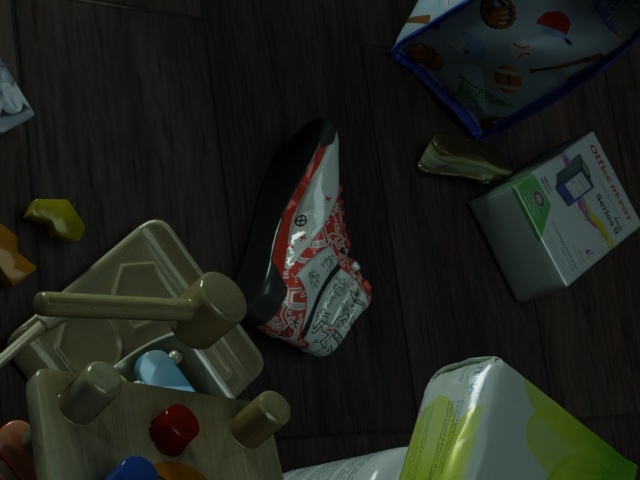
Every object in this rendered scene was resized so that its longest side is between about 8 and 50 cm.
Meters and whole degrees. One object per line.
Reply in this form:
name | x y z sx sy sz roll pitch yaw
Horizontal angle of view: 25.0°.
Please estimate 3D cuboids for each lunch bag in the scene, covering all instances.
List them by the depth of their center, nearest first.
lunch bag | 0.310 -0.362 1.856 0.239 0.385 0.328 39 54 -20

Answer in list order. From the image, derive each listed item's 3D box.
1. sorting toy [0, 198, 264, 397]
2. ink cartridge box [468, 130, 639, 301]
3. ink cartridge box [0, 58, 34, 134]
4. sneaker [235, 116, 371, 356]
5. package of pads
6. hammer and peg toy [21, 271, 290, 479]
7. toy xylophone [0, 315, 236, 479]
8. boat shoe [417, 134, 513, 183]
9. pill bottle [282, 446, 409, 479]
sorting toy | -0.217 0.083 1.496 0.229 0.041 0.307 -43 104 -36
ink cartridge box | 0.321 -0.035 1.955 0.212 0.093 0.154 -31 96 -44
ink cartridge box | -0.414 -0.165 1.404 0.208 0.045 0.206 -37 101 -40
sneaker | -0.001 0.001 1.671 0.145 0.090 0.270 33 60 -29
package of pads | 0.163 0.281 1.321 0.229 0.101 0.296 39 53 -26
hammer and peg toy | -0.146 0.196 1.280 0.266 0.127 0.361 13 47 -37
toy xylophone | -0.240 0.200 1.378 0.236 0.081 0.322 48 62 -15
boat shoe | 0.192 -0.101 1.904 0.153 0.048 0.056 6 41 -45
pill bottle | 0.060 0.300 1.487 0.160 0.283 0.160 15 66 -36
